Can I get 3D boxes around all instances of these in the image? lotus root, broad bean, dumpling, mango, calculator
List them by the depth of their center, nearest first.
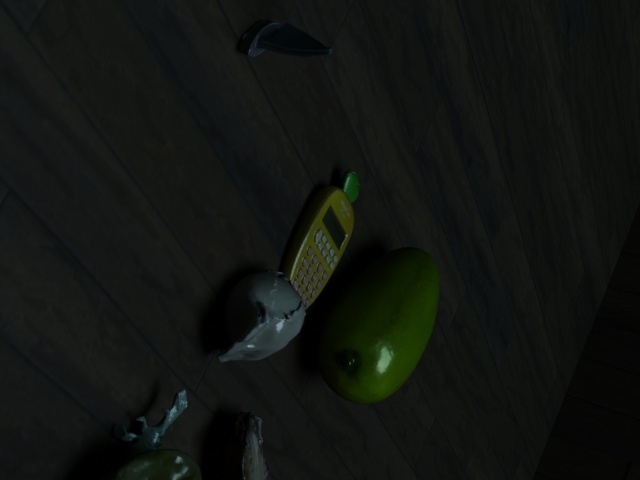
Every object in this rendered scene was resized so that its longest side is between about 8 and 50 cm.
[{"bbox_3d":[-0.230,0.322,1.671,0.206,0.072,0.153,-33,153,-43],"label":"broad bean"},{"bbox_3d":[-0.085,0.113,1.881,0.127,0.108,0.188,-59,-178,27],"label":"dumpling"},{"bbox_3d":[-0.122,0.387,2.010,0.167,0.078,0.329,-80,170,-55],"label":"lotus root"},{"bbox_3d":[0.000,0.000,2.068,0.235,0.032,0.146,-64,155,-18],"label":"calculator"},{"bbox_3d":[0.105,0.130,2.231,0.343,0.156,0.192,-50,150,-46],"label":"mango"}]

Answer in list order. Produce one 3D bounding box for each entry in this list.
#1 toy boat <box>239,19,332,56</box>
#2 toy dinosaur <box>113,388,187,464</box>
[{"bbox_3d":[-0.030,-0.245,1.725,0.096,0.122,0.034,-46,143,-48],"label":"toy boat"},{"bbox_3d":[-0.227,0.273,1.738,0.106,0.044,0.187,-6,116,-68],"label":"toy dinosaur"}]
